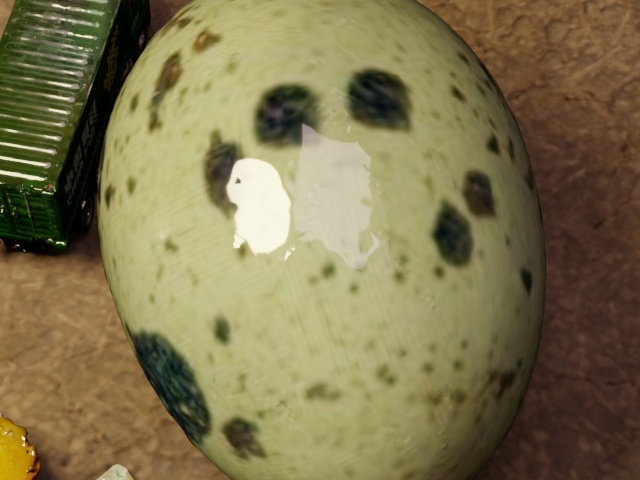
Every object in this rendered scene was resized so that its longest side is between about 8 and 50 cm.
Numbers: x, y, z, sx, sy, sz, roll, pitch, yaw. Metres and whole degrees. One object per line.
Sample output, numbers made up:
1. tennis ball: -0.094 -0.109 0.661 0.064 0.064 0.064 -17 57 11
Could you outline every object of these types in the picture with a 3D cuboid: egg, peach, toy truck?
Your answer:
1. egg: 0.000 0.000 1.000 0.287 0.288 0.379 -4 61 -2
2. peach: -0.238 0.160 1.033 0.098 0.061 0.098 8 36 -6
3. toy truck: -0.196 -0.115 1.169 0.088 0.121 0.259 10 59 5

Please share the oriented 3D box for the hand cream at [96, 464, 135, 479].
1. hand cream: -0.092 0.222 1.006 0.194 0.042 0.067 36 66 25
